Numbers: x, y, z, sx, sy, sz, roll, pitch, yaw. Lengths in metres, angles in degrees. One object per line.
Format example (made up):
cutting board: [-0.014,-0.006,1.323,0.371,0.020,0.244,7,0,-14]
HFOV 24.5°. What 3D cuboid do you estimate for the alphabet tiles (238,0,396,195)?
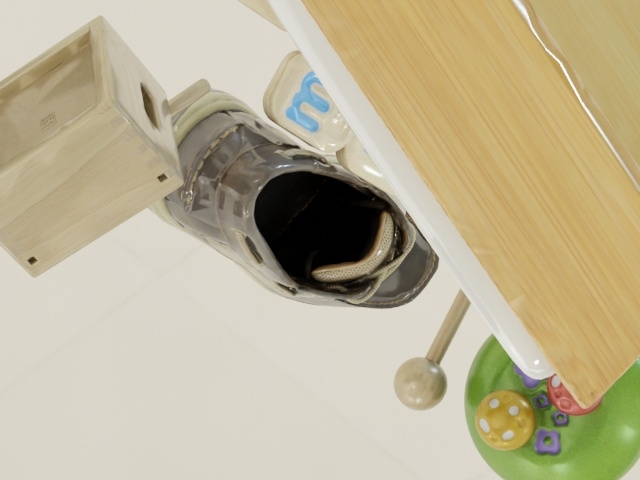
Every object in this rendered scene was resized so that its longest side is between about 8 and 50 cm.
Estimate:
alphabet tiles: [0.074,-0.183,1.073,0.278,0.021,0.284,30,87,-31]

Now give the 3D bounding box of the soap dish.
soap dish: [0.120,-0.094,0.773,0.118,0.229,0.291,-30,98,41]

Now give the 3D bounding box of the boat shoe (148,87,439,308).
boat shoe: [0.000,0.000,1.152,0.355,0.130,0.132,22,101,-53]

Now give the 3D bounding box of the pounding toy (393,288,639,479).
pounding toy: [0.187,0.135,1.364,0.237,0.110,0.183,33,97,21]

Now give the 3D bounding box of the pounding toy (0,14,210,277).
pounding toy: [-0.139,-0.063,0.907,0.130,0.141,0.100,-31,126,10]
